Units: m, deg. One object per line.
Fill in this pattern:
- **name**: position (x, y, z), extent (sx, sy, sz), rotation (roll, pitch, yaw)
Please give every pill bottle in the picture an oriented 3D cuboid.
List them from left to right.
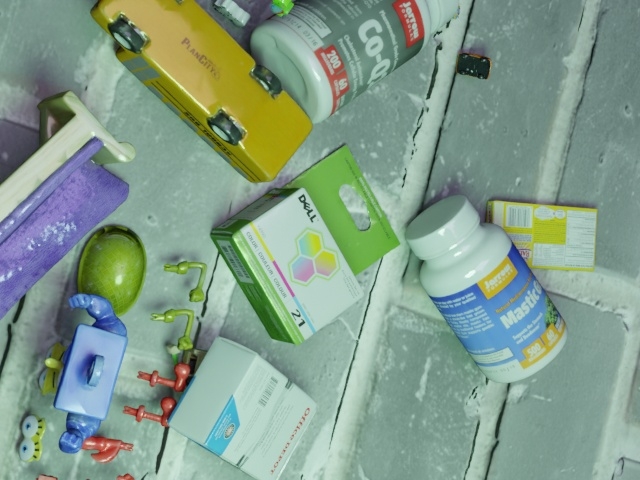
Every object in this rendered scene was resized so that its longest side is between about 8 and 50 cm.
- **pill bottle**: position (0.054, -0.303, 1.674), extent (0.283, 0.161, 0.161), rotation (-37, 106, -22)
- **pill bottle**: position (0.246, 0.070, 1.783), extent (0.152, 0.152, 0.272), rotation (-42, 109, -19)

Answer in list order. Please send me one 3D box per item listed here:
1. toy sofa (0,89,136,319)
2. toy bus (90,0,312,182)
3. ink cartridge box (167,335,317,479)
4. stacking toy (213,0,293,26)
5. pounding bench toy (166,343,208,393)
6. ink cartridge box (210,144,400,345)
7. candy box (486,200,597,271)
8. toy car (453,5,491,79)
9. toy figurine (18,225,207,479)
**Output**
- **toy sofa**: position (-0.392, -0.007, 1.476), extent (0.362, 0.150, 0.177), rotation (-47, 109, -17)
- **toy bus**: position (-0.162, -0.225, 1.592), extent (0.332, 0.130, 0.108), rotation (43, 75, -20)
- **ink cartridge box**: position (-0.103, 0.237, 1.614), extent (0.140, 0.082, 0.191), rotation (-60, 145, -13)
- **stacking toy**: position (-0.052, -0.378, 1.596), extent (0.052, 0.221, 0.167), rotation (37, 80, -23)
- **pounding bench toy**: position (-0.180, 0.183, 1.636), extent (0.083, 0.052, 0.065), rotation (15, 85, -25)
- **ink cartridge box**: position (0.000, 0.000, 1.694), extent (0.255, 0.097, 0.189), rotation (-35, 105, -20)
- **candy box**: position (0.358, -0.006, 1.904), extent (0.205, 0.027, 0.105), rotation (4, 92, -25)
- **toy car**: position (0.237, -0.310, 1.826), extent (0.040, 0.060, 0.122), rotation (-29, 113, -55)
- **toy figurine**: position (-0.255, 0.150, 1.484), extent (0.191, 0.217, 0.363), rotation (18, 77, -6)
